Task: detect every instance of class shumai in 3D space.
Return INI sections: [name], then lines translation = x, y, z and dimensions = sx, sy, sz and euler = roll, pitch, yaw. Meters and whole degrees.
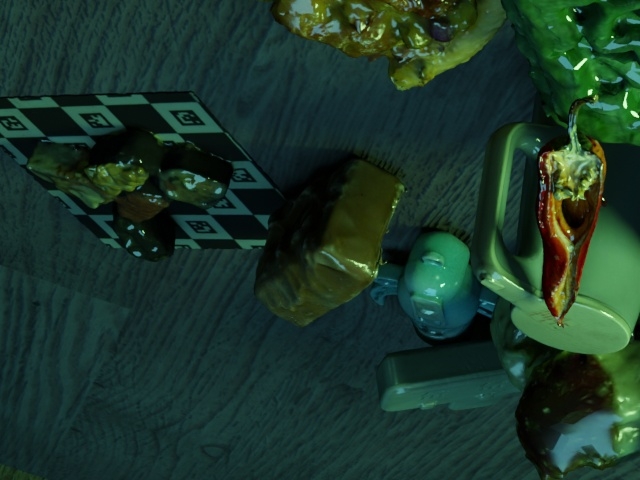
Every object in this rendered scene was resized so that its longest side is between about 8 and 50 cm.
[shumai]
translation = 0.330, 0.173, 1.985
dimensions = 0.304, 0.263, 0.309
euler = 45, 133, -17

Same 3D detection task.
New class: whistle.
[whistle]
translation = 0.144, 0.071, 2.156
dimensions = 0.186, 0.093, 0.274
euler = 14, 159, 13

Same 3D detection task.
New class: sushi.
[sushi]
translation = -0.215, -0.049, 2.145
dimensions = 0.343, 0.064, 0.359
euler = 1, 152, 30

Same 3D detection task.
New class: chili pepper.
[chili pepper]
translation = 0.210, -0.027, 1.521
dimensions = 0.059, 0.050, 0.268
euler = 2, 137, 7

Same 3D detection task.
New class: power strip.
[power strip]
translation = 0.200, 0.168, 2.244
dimensions = 0.265, 0.059, 0.193
euler = -8, 165, -6

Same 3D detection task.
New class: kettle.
[kettle]
translation = 0.238, -0.035, 1.692
dimensions = 0.210, 0.243, 0.160
euler = 34, 150, -31

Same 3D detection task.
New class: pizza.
[pizza]
translation = 0.042, -0.253, 1.524
dimensions = 0.277, 0.114, 0.409
euler = 9, 152, 3

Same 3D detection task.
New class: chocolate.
[chocolate]
translation = 0.000, 0.000, 2.026
dimensions = 0.093, 0.148, 0.214
euler = 31, 150, -18

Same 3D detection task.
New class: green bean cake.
[green bean cake]
translation = 0.301, -0.202, 1.397
dimensions = 0.308, 0.169, 0.300
euler = 2, 152, 24
